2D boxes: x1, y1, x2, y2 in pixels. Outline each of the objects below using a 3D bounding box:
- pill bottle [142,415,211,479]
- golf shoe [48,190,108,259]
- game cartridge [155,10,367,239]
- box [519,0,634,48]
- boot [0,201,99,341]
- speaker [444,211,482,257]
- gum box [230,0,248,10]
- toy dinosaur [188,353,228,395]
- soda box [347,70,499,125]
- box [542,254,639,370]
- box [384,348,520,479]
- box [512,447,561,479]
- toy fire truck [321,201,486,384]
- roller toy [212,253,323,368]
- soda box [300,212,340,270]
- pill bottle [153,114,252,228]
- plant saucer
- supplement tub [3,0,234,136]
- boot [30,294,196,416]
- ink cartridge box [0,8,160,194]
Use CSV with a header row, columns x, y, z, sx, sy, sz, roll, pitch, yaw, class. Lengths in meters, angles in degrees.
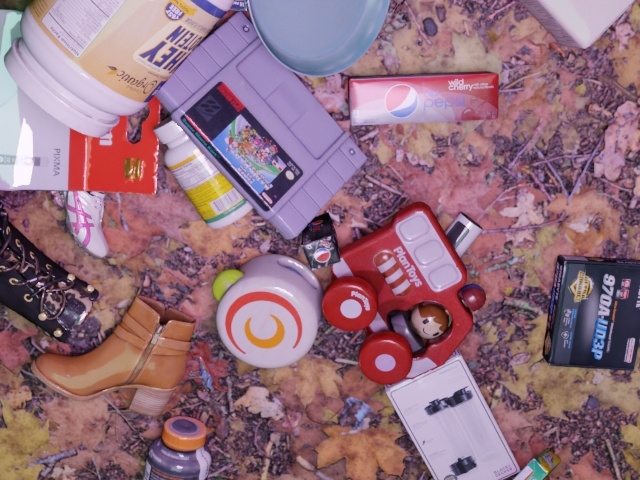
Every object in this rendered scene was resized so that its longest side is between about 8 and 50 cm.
x,y,z,sx,sy,sz,roll,pitch,yaw,class
-0.293,0.481,1.637,0.130,0.130,0.246,13,106,-4,pill bottle
-0.437,-0.054,1.518,0.086,0.067,0.186,-23,105,4,golf shoe
-0.101,-0.200,1.427,0.355,0.068,0.230,48,60,-13,game cartridge
0.369,-0.477,1.372,0.311,0.148,0.121,42,101,-13,box
-0.526,0.049,1.422,0.284,0.377,0.138,39,63,-15,boot
0.248,0.015,1.554,0.055,0.055,0.136,35,103,-10,speaker
-0.119,-0.479,1.356,0.041,0.157,0.184,6,106,4,gum box
-0.233,0.267,1.637,0.090,0.047,0.082,-1,99,-35,toy dinosaur
0.181,-0.257,1.456,0.263,0.092,0.084,-3,105,0,soda box
0.541,0.142,1.594,0.175,0.051,0.220,4,105,-2,box
0.263,0.364,1.634,0.169,0.087,0.290,-28,105,7,box
0.429,0.476,1.641,0.043,0.179,0.105,45,103,24,box
0.160,0.106,1.498,0.253,0.169,0.302,-29,105,18,toy fire truck
-0.091,0.132,1.534,0.191,0.146,0.209,-6,112,10,roller toy
0.000,0.000,1.486,0.060,0.169,0.053,-18,106,4,soda box
-0.208,-0.135,1.465,0.117,0.117,0.208,-30,109,7,pill bottle
-0.005,-0.435,1.351,0.317,0.043,0.318,-17,117,-37,plant saucer
-0.308,-0.337,1.242,0.228,0.228,0.316,42,104,-11,supplement tub
-0.394,0.208,1.569,0.283,0.109,0.220,21,106,-9,boot
-0.481,-0.239,1.427,0.384,0.091,0.308,3,94,0,ink cartridge box
